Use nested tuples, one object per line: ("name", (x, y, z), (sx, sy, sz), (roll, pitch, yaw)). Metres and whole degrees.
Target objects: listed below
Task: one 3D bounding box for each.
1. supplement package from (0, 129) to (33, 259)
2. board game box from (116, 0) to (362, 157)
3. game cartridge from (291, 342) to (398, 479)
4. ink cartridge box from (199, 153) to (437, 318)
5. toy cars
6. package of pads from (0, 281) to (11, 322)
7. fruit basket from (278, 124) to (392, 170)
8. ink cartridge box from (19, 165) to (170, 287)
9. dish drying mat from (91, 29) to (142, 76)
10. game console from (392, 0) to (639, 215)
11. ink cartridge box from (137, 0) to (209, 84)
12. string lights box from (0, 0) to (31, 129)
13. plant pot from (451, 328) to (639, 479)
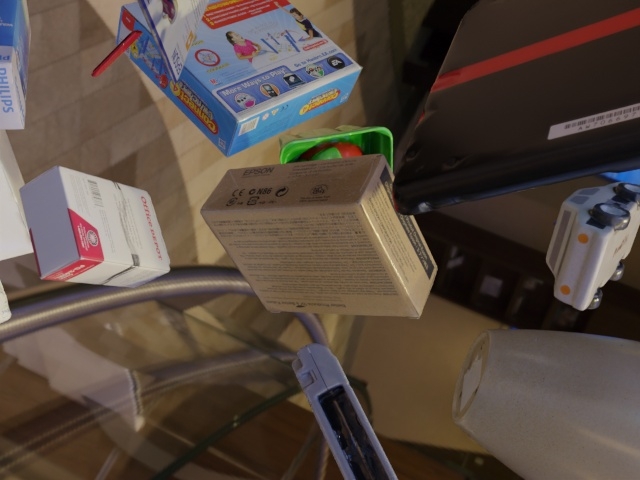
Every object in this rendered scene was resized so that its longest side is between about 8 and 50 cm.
("supplement package", (-0.592, -0.088, 1.317), (0.149, 0.203, 0.194), (-16, 125, -13))
("board game box", (-0.139, -0.322, 1.356), (0.308, 0.302, 0.086), (-31, 159, -38))
("game cartridge", (0.056, 0.273, 0.870), (0.062, 0.297, 0.198), (-27, 155, -2))
("ink cartridge box", (0.000, 0.000, 0.951), (0.193, 0.234, 0.088), (59, 43, -37))
("toy cars", (0.318, -0.090, 0.812), (0.394, 0.087, 0.176), (-57, 152, -19))
("package of pads", (-0.698, 0.140, 1.325), (0.296, 0.229, 0.101), (-35, 107, -85))
("fruit basket", (0.030, -0.040, 1.615), (0.392, 0.282, 0.392), (169, -90, -75))
("ink cartridge box", (-0.248, -0.010, 0.867), (0.063, 0.109, 0.150), (-26, 162, 20))
("dish drying mat", (-0.269, -0.247, 1.021), (0.083, 0.008, 0.032), (-41, -173, 13))
("game console", (0.265, -0.164, 0.635), (0.060, 0.386, 0.342), (53, 42, -29))
("ink cartridge box", (-0.149, -0.379, 0.850), (0.324, 0.071, 0.330), (108, 4, -81))
("string lights box", (-0.519, -0.314, 1.254), (0.133, 0.076, 0.260), (103, -20, -48))
("plant pot", (0.317, 0.221, 0.985), (0.256, 0.273, 0.257), (-160, -90, -90))
